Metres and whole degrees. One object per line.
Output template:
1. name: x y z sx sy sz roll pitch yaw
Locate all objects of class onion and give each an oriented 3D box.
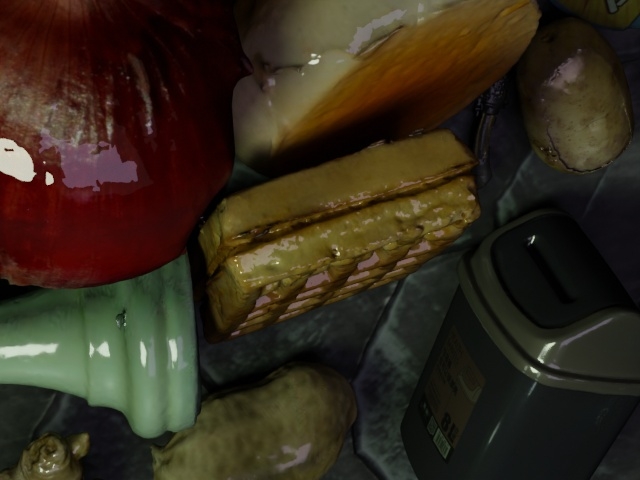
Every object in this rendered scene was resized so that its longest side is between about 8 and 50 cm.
1. onion: -0.217 -0.130 1.401 0.341 0.341 0.341 -10 124 -16

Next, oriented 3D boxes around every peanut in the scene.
1. peanut: -0.067 0.199 1.788 0.224 0.129 0.129 -27 127 -16

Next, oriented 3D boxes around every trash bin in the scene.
1. trash bin: 0.205 0.133 1.808 0.182 0.209 0.290 7 123 -27

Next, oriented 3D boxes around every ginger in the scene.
1. ginger: -0.263 0.257 1.691 0.166 0.080 0.333 -26 161 -17

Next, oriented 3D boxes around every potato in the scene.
1. potato: 0.236 -0.132 1.726 0.107 0.080 0.170 -35 134 -3

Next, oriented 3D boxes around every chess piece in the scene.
1. chess piece: -0.261 0.088 1.613 0.299 0.194 0.194 -6 123 -9

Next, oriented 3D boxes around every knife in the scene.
1. knife: 0.163 -0.149 1.724 0.046 0.021 0.222 -8 119 -19

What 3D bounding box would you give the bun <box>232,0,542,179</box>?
1. bun: 0.027 -0.182 1.535 0.299 0.164 0.299 -30 164 -10

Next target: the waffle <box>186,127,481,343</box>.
1. waffle: 0.000 0.000 1.582 0.224 0.328 0.098 -20 85 -13

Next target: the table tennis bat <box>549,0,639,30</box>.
1. table tennis bat: 0.312 -0.277 1.696 0.329 0.044 0.215 33 104 -33
